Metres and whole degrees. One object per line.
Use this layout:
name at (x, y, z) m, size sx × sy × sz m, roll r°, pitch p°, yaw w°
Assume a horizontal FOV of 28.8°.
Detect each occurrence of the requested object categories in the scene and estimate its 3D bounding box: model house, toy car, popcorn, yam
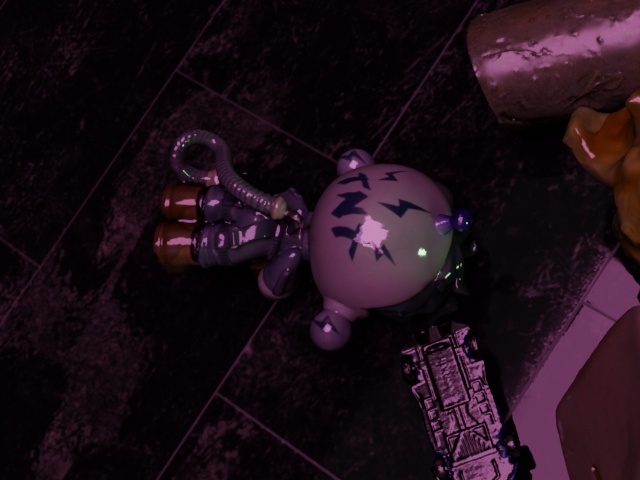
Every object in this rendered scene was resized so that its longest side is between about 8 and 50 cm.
model house at (0.381, 0.200, 1.290) m, size 0.229 × 0.220 × 0.199 m, roll 2°, pitch 53°, yaw -26°
toy car at (0.164, 0.199, 1.434) m, size 0.103 × 0.063 × 0.216 m, roll -22°, pitch 68°, yaw 13°
popcorn at (0.433, -0.069, 1.288) m, size 0.274 × 0.335 × 0.279 m, roll 6°, pitch 58°, yaw -25°
yam at (0.318, -0.225, 1.474) m, size 0.268 × 0.161 × 0.161 m, roll -12°, pitch 68°, yaw 15°

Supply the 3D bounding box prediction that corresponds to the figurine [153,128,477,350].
figurine at (0.000, 0.004, 1.499) m, size 0.381 × 0.186 × 0.261 m, roll 2°, pitch 78°, yaw 16°
